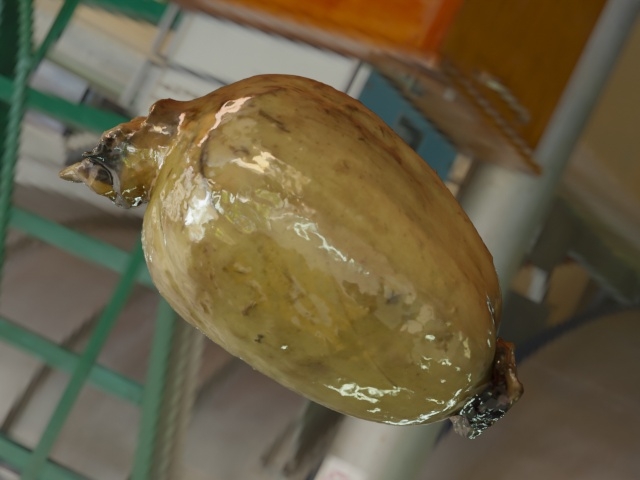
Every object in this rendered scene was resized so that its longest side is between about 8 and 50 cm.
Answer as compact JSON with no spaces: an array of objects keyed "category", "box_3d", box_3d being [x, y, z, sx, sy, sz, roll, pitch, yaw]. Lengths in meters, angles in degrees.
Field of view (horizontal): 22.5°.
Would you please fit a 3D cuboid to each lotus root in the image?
[{"category":"lotus root","box_3d":[0.000,0.000,0.831,0.257,0.140,0.154,36,-163,-9]}]
